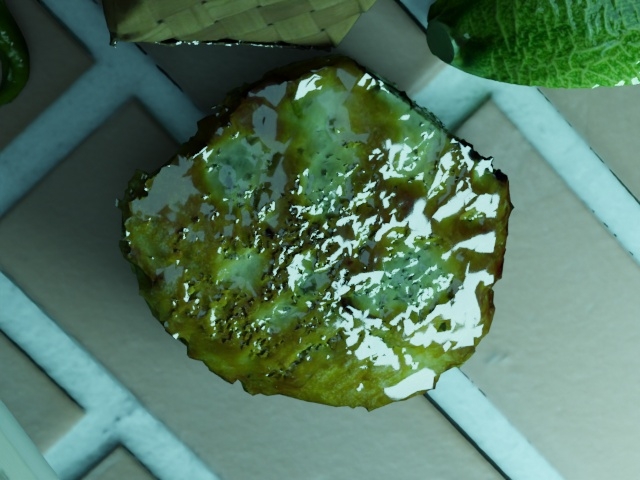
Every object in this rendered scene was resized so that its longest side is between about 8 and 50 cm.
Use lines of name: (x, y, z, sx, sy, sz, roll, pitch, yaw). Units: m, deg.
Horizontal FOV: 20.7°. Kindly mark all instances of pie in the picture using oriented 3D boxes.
pie: (0.000, 0.000, 1.482, 0.355, 0.103, 0.288, 32, 97, -27)

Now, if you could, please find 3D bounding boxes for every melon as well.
melon: (0.250, -0.215, 1.464, 0.323, 0.124, 0.196, -21, 97, -4)

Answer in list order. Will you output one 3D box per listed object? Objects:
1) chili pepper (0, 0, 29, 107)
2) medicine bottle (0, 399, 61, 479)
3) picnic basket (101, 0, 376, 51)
chili pepper: (-0.369, -0.247, 1.411, 0.359, 0.076, 0.085, 43, 69, -13)
medicine bottle: (-0.311, 0.245, 1.449, 0.211, 0.211, 0.371, -34, 104, 1)
picnic basket: (-0.051, -0.340, 1.336, 0.293, 0.337, 0.337, -3, 104, -36)
